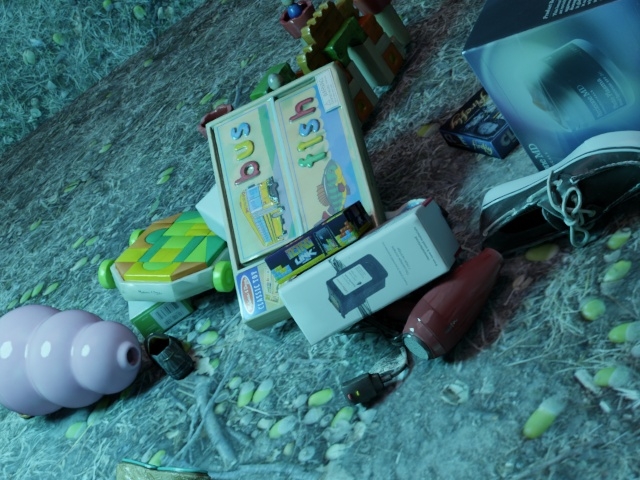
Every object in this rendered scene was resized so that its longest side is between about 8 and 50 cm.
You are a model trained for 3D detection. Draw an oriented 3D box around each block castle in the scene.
[{"bbox_3d":[-0.033,-0.359,2.381,0.303,0.213,0.453,-8,39,43],"label":"block castle"}]

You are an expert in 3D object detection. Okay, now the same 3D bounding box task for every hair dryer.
[{"bbox_3d":[0.135,0.098,1.656,0.293,0.080,0.224,-30,27,15],"label":"hair dryer"}]

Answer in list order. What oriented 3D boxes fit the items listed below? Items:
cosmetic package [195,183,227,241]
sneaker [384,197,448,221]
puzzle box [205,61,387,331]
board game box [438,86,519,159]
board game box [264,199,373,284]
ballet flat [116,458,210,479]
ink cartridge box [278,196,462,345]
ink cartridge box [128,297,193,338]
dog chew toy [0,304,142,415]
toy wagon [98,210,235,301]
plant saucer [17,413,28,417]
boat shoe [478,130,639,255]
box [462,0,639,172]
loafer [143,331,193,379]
[{"bbox_3d":[-0.100,-0.028,2.035,0.117,0.085,0.231,-45,52,-15],"label":"cosmetic package"},{"bbox_3d":[0.140,-0.015,1.869,0.162,0.063,0.073,-20,50,37],"label":"sneaker"},{"bbox_3d":[-0.042,-0.079,1.931,0.272,0.052,0.409,-24,59,18],"label":"puzzle box"},{"bbox_3d":[0.339,-0.247,1.984,0.243,0.042,0.165,-44,28,-12],"label":"board game box"},{"bbox_3d":[0.000,0.000,1.742,0.141,0.048,0.170,-30,2,12],"label":"board game box"},{"bbox_3d":[-0.239,0.370,1.722,0.206,0.073,0.067,-7,67,49],"label":"ballet flat"},{"bbox_3d":[0.076,0.044,1.692,0.237,0.100,0.172,-30,2,16],"label":"ink cartridge box"},{"bbox_3d":[-0.313,0.096,2.218,0.109,0.062,0.209,-33,28,5],"label":"ink cartridge box"},{"bbox_3d":[-0.460,0.214,2.082,0.331,0.207,0.207,-6,40,34],"label":"dog chew toy"},{"bbox_3d":[-0.249,0.010,2.176,0.267,0.068,0.344,0,30,24],"label":"toy wagon"},{"bbox_3d":[-0.553,0.313,2.228,0.083,0.013,0.083,-28,28,17],"label":"plant saucer"},{"bbox_3d":[0.346,-0.055,1.607,0.306,0.113,0.105,-19,39,38],"label":"boat shoe"},{"bbox_3d":[0.410,-0.241,1.616,0.294,0.296,0.183,-13,37,41],"label":"box"},{"bbox_3d":[-0.280,0.190,2.035,0.062,0.061,0.170,-46,27,-14],"label":"loafer"}]
